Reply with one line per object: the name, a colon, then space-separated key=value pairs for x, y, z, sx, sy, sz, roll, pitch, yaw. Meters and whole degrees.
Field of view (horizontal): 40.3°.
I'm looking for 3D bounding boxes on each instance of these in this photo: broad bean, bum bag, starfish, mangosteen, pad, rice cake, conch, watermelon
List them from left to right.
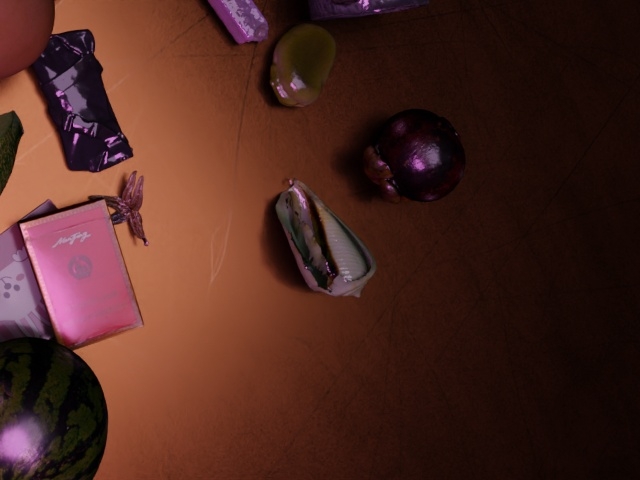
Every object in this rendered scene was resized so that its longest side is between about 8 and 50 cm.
pad: x=-0.528 y=0.096 z=1.506 sx=0.299 sy=0.005 sz=0.202 roll=-40 pitch=107 yaw=-21
watermelon: x=-0.479 y=0.304 z=1.387 sx=0.285 sy=0.285 sz=0.285 roll=0 pitch=91 yaw=-27
bum bag: x=-0.419 y=-0.242 z=1.528 sx=0.123 sy=0.060 sz=0.248 roll=-26 pitch=102 yaw=-25
starfish: x=-0.349 y=-0.046 z=1.578 sx=0.133 sy=0.041 sz=0.130 roll=-31 pitch=100 yaw=4
rice cake: x=-0.229 y=-0.527 z=1.617 sx=0.064 sy=0.070 sz=0.399 roll=-42 pitch=108 yaw=-16
broad bean: x=-0.038 y=-0.343 z=1.716 sx=0.124 sy=0.082 sz=0.175 roll=22 pitch=71 yaw=-26
conch: x=0.000 y=0.010 z=1.699 sx=0.143 sy=0.137 sz=0.251 roll=-46 pitch=109 yaw=-18
mangosteen: x=0.194 y=-0.165 z=1.774 sx=0.209 sy=0.210 sz=0.210 roll=0 pitch=91 yaw=-27

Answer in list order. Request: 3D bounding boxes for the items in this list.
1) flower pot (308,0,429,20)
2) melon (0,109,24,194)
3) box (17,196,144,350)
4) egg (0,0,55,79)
flower pot: x=0.059 y=-0.572 z=1.659 sx=0.299 sy=0.299 sz=0.283 roll=-13 pitch=105 yaw=-26
melon: x=-0.590 y=-0.087 z=1.397 sx=0.124 sy=0.196 sz=0.323 roll=44 pitch=65 yaw=8
box: x=-0.416 y=0.059 z=1.515 sx=0.153 sy=0.074 sz=0.240 roll=-18 pitch=100 yaw=-16
egg: x=-0.582 y=-0.395 z=1.306 sx=0.373 sy=0.301 sz=0.301 roll=25 pitch=79 yaw=-15
